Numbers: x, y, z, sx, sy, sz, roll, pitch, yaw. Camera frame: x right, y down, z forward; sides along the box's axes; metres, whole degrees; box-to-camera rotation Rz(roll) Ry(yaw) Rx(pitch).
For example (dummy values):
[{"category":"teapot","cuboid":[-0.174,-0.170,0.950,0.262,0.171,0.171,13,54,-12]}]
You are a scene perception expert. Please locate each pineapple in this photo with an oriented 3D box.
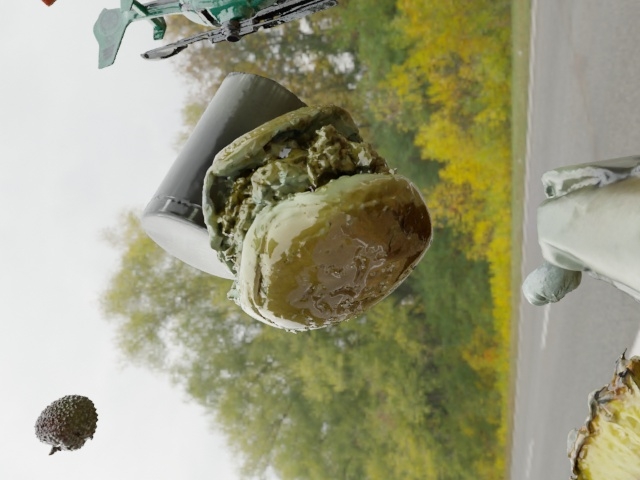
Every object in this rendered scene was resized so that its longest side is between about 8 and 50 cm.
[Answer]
[{"category":"pineapple","cuboid":[0.412,0.277,0.924,0.334,0.158,0.161,51,-144,-4]}]

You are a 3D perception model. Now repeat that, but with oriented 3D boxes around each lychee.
[{"category":"lychee","cuboid":[-0.316,0.229,0.930,0.083,0.068,0.067,-57,-19,-15]}]

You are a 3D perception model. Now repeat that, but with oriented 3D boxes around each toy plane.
[{"category":"toy plane","cuboid":[-0.154,-0.340,1.046,0.106,0.382,0.155,38,-131,-68]}]

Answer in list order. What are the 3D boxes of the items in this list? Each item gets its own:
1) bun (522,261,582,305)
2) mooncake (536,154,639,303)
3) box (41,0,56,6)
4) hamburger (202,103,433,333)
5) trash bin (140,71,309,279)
[{"category":"bun","cuboid":[0.282,0.051,0.907,0.045,0.083,0.083,57,-179,22]},{"category":"mooncake","cuboid":[0.328,-0.009,0.584,0.250,0.254,0.136,-144,46,-76]},{"category":"box","cuboid":[-0.365,-0.356,0.657,0.265,0.048,0.273,43,179,35]},{"category":"hamburger","cuboid":[0.000,0.000,0.545,0.131,0.159,0.185,49,164,35]},{"category":"trash bin","cuboid":[-0.141,-0.111,1.270,0.203,0.252,0.301,45,-120,-38]}]
